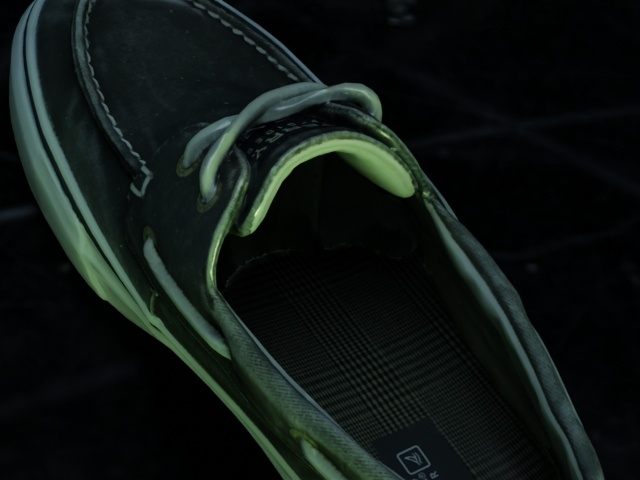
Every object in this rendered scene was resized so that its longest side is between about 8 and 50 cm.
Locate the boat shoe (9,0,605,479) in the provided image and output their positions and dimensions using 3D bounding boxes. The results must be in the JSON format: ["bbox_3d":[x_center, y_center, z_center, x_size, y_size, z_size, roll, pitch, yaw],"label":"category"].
[{"bbox_3d":[0.000,0.000,0.622,0.121,0.119,0.335,-27,60,-23],"label":"boat shoe"}]
